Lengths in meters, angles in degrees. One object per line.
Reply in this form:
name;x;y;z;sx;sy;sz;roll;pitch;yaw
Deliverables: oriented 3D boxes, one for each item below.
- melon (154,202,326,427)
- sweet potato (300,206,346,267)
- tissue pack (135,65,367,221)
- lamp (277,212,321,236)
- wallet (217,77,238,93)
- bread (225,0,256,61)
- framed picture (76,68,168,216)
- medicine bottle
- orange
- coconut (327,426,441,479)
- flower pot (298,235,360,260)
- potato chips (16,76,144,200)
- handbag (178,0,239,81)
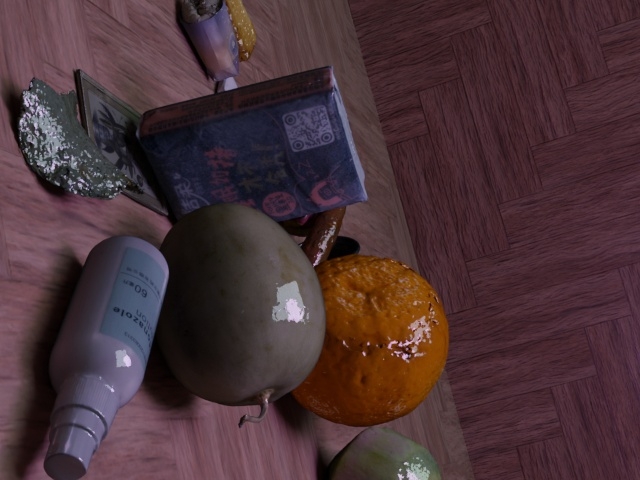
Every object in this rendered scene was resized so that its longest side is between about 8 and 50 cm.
melon;-0.119;0.096;1.510;0.272;0.272;0.307;-6;87;-75
sweet potato;0.000;0.000;2.179;0.066;0.072;0.314;43;58;-26
tissue pack;-0.103;-0.132;1.661;0.103;0.316;0.227;-93;167;-52
lamp;-0.055;-0.068;2.237;0.253;0.118;0.118;3;71;-71
wallet;-0.165;-0.254;2.184;0.095;0.033;0.190;-85;153;-52
bread;-0.205;-0.471;2.179;0.114;0.083;0.211;-79;149;-51
framed picture;-0.299;-0.143;1.592;0.231;0.010;0.173;34;41;-68
medicine bottle;-0.257;0.135;1.225;0.351;0.110;0.110;-87;155;-54
orange;0.073;0.197;1.981;0.340;0.341;0.293;-89;-177;-51
coconut;0.111;0.482;2.039;0.204;0.236;0.235;-46;124;-35
flower pot;0.016;0.067;2.277;0.157;0.158;0.106;-72;154;-66
potato chips;-0.315;-0.122;1.394;0.167;0.059;0.228;65;17;9
handbag;-0.218;-0.414;2.069;0.117;0.095;0.173;-100;173;-47
